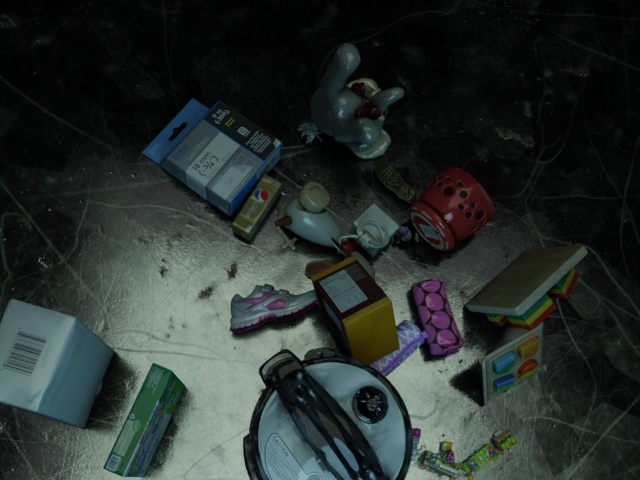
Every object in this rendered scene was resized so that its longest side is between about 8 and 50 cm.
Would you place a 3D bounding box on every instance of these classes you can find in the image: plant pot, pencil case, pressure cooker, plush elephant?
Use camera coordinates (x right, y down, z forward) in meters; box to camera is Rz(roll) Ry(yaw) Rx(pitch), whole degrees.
[{"bbox_3d":[0.352,-0.083,1.869,0.174,0.191,0.191,-38,77,-12],"label":"plant pot"},{"bbox_3d":[0.316,0.203,1.816,0.098,0.095,0.209,-21,71,14],"label":"pencil case"},{"bbox_3d":[0.015,0.446,1.533,0.370,0.420,0.375,10,71,-1],"label":"pressure cooker"},{"bbox_3d":[0.117,-0.378,1.938,0.255,0.330,0.271,-17,85,-33],"label":"plush elephant"},{"bbox_3d":[0.182,0.299,1.770,0.206,0.088,0.086,-43,109,-16],"label":"pencil case"}]

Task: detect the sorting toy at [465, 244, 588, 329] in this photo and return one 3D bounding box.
[{"bbox_3d":[0.555,0.129,1.783,0.255,0.257,0.089,-39,97,-15],"label":"sorting toy"}]

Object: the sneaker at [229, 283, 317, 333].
[{"bbox_3d":[-0.128,0.161,1.793,0.252,0.103,0.111,-13,74,-9],"label":"sneaker"}]

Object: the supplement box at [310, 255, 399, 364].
[{"bbox_3d":[0.088,0.183,1.717,0.129,0.191,0.194,-26,44,-12],"label":"supplement box"}]

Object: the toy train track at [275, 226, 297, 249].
[{"bbox_3d":[-0.098,-0.008,1.902,0.048,0.014,0.083,-35,76,-15],"label":"toy train track"}]

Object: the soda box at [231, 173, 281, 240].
[{"bbox_3d":[-0.178,-0.094,1.902,0.058,0.061,0.181,29,71,7],"label":"soda box"}]

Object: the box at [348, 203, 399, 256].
[{"bbox_3d":[0.148,-0.028,1.880,0.102,0.101,0.087,43,72,9],"label":"box"}]

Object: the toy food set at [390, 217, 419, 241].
[{"bbox_3d":[0.218,-0.028,1.902,0.122,0.078,0.019,29,74,23],"label":"toy food set"}]

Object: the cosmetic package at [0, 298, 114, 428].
[{"bbox_3d":[-0.622,0.297,1.562,0.156,0.385,0.217,16,68,1],"label":"cosmetic package"}]

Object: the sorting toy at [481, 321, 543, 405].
[{"bbox_3d":[0.501,0.322,1.739,0.208,0.193,0.038,-30,45,-15],"label":"sorting toy"}]

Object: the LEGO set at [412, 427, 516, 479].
[{"bbox_3d":[0.364,0.536,1.690,0.287,0.107,0.132,1,70,-3],"label":"LEGO set"}]

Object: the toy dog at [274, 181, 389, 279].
[{"bbox_3d":[0.000,0.000,1.818,0.334,0.220,0.161,36,46,17],"label":"toy dog"}]

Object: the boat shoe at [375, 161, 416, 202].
[{"bbox_3d":[0.219,-0.167,1.970,0.153,0.048,0.056,42,85,18],"label":"boat shoe"}]

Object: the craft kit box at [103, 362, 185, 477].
[{"bbox_3d":[-0.410,0.432,1.601,0.061,0.246,0.250,22,71,1],"label":"craft kit box"}]

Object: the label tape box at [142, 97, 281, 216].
[{"bbox_3d":[-0.315,-0.264,1.930,0.334,0.106,0.240,35,71,8],"label":"label tape box"}]
